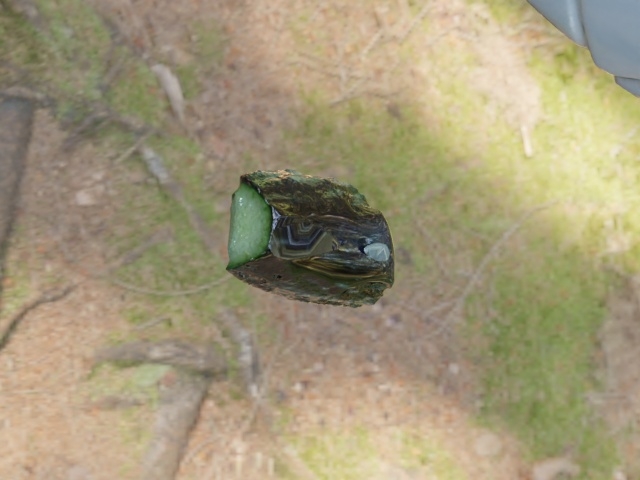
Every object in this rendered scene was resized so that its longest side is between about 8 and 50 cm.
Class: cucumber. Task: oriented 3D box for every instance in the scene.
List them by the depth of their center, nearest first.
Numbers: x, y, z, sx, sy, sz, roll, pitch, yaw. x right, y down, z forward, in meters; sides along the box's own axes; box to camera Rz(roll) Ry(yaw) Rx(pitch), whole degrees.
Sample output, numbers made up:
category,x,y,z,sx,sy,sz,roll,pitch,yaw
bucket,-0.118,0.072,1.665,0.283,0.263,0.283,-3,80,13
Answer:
category,x,y,z,sx,sy,sz,roll,pitch,yaw
cucumber,0.000,0.000,1.117,0.193,0.086,0.115,11,91,-48

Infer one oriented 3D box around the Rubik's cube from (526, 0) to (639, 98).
category,x,y,z,sx,sy,sz,roll,pitch,yaw
Rubik's cube,0.165,-0.136,0.423,0.254,0.254,0.254,9,77,-44
